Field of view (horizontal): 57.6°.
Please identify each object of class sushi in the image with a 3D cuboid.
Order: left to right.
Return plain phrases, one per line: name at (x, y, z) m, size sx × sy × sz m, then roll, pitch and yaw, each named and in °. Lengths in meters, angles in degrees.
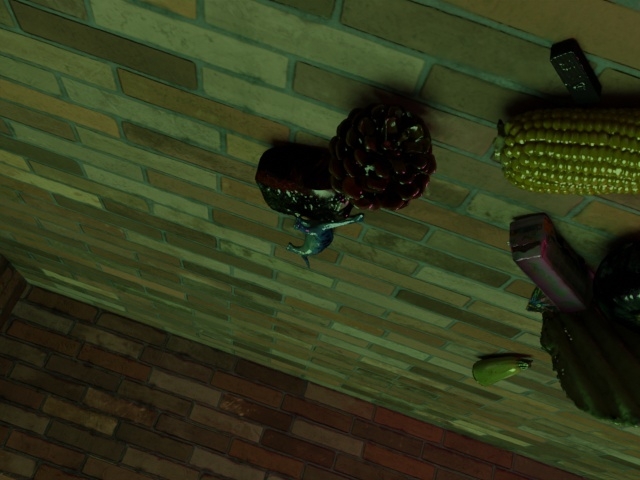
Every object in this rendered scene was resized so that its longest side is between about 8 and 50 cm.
sushi at (-0.027, -0.121, 1.262) m, size 0.225 × 0.136 × 0.126 m, roll 15°, pitch 146°, yaw 19°

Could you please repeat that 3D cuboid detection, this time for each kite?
kite at (0.634, 0.175, 1.523) m, size 0.321 × 0.016 × 0.234 m, roll 31°, pitch 152°, yaw -22°

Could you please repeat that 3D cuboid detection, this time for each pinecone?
pinecone at (0.112, -0.149, 1.027) m, size 0.207 × 0.208 × 0.208 m, roll 16°, pitch 154°, yaw 8°

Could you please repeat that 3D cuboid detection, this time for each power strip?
power strip at (0.377, -0.245, 0.858) m, size 0.037 × 0.029 × 0.111 m, roll -10°, pitch 142°, yaw 45°

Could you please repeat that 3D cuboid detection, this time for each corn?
corn at (0.462, -0.135, 0.892) m, size 0.387 × 0.144 × 0.144 m, roll 8°, pitch 152°, yaw 24°

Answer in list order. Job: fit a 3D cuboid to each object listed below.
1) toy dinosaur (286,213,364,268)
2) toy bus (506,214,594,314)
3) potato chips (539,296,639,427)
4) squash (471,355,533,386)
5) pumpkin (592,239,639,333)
toy dinosaur at (-0.022, -0.015, 1.540) m, size 0.144 × 0.076 × 0.329 m, roll 21°, pitch 145°, yaw -19°
toy bus at (0.510, 0.058, 1.278) m, size 0.090 × 0.112 × 0.274 m, roll -18°, pitch 136°, yaw 41°
potato chips at (0.664, 0.236, 1.232) m, size 0.358 × 0.429 × 0.070 m, roll -6°, pitch 114°, yaw 5°
squash at (0.624, 0.430, 1.966) m, size 0.094 × 0.094 × 0.224 m, roll 29°, pitch 146°, yaw -19°
pumpkin at (0.676, 0.100, 1.176) m, size 0.233 × 0.163 × 0.233 m, roll 19°, pitch 154°, yaw 10°
